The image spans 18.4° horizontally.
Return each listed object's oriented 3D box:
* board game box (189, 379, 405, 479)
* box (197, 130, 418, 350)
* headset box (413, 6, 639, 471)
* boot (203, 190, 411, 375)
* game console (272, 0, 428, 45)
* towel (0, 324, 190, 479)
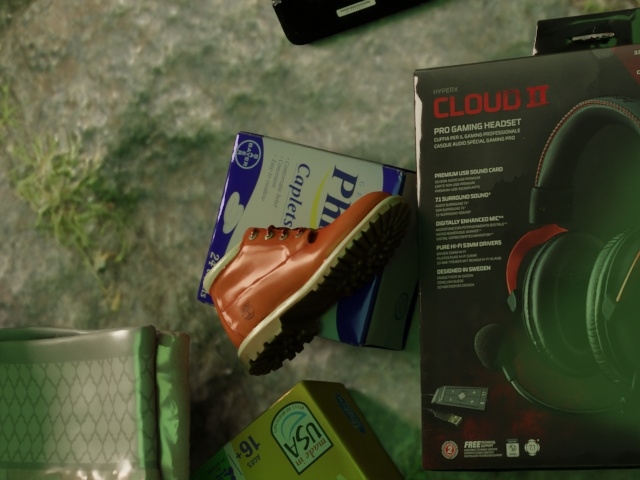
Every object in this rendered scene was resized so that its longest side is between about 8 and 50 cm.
[{"bbox_3d":[0.000,0.291,1.342,0.242,0.064,0.316,-42,68,16],"label":"board game box"},{"bbox_3d":[0.000,0.000,1.375,0.137,0.072,0.126,14,91,27],"label":"box"},{"bbox_3d":[0.178,0.000,1.264,0.218,0.110,0.293,-4,82,27],"label":"headset box"},{"bbox_3d":[-0.013,0.008,1.308,0.158,0.059,0.084,-43,63,18],"label":"boot"},{"bbox_3d":[0.020,-0.213,1.425,0.122,0.071,0.107,-17,106,24],"label":"game console"},{"bbox_3d":[-0.212,0.217,1.402,0.332,0.053,0.317,-5,81,49],"label":"towel"}]
